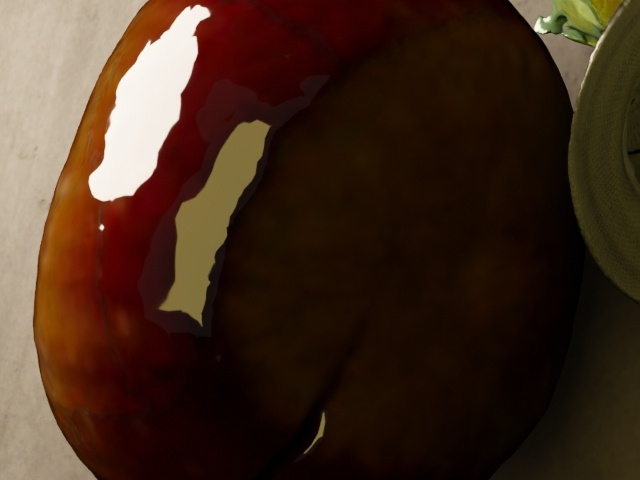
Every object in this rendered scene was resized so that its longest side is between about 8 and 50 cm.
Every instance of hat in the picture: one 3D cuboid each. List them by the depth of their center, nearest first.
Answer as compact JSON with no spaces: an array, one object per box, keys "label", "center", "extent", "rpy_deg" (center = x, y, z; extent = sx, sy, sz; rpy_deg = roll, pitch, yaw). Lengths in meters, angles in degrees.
[{"label":"hat","center":[0.230,-0.085,0.830],"extent":[0.110,0.252,0.252],"rpy_deg":[30,96,58]}]

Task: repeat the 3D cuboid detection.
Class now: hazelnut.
[{"label":"hazelnut","center":[0.000,0.000,0.894],"extent":[0.402,0.402,0.429],"rpy_deg":[8,89,35]}]

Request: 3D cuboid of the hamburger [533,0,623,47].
[{"label":"hamburger","center":[0.247,-0.216,0.910],"extent":[0.235,0.125,0.214],"rpy_deg":[-16,82,27]}]
